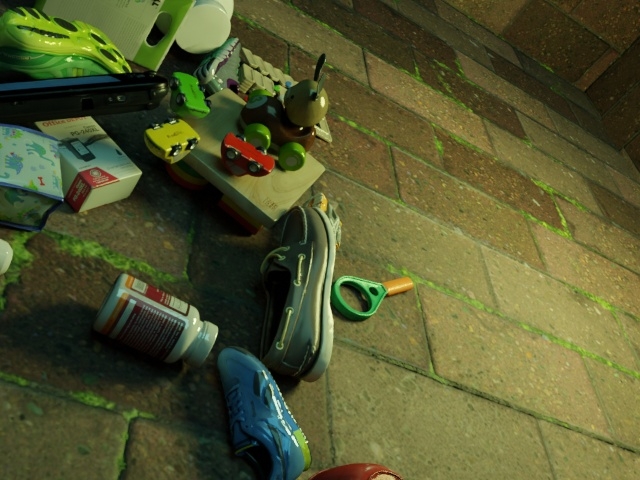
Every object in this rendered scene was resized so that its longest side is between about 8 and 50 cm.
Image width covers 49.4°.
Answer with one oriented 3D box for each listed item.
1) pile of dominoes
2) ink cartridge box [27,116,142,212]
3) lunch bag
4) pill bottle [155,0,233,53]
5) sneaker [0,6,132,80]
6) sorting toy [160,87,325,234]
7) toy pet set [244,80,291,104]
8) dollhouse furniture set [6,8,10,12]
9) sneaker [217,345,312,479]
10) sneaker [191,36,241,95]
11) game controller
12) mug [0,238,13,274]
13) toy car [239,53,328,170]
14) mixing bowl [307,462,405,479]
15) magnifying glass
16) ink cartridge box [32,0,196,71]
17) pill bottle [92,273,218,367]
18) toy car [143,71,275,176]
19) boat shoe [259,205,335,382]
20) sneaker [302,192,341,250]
[{"bbox_3d":[-0.092,-0.336,1.651,0.251,0.040,0.195,26,35,-34],"label":"pile of dominoes"},{"bbox_3d":[-0.376,-0.127,1.091,0.150,0.063,0.109,46,34,9],"label":"ink cartridge box"},{"bbox_3d":[-0.445,-0.095,0.960,0.151,0.096,0.128,19,38,-44],"label":"lunch bag"},{"bbox_3d":[-0.304,-0.569,1.560,0.182,0.181,0.322,7,46,-40],"label":"pill bottle"},{"bbox_3d":[-0.440,-0.309,1.195,0.296,0.124,0.109,6,52,-62],"label":"sneaker"},{"bbox_3d":[-0.154,-0.140,1.299,0.255,0.089,0.257,39,34,-1],"label":"sorting toy"},{"bbox_3d":[-0.094,-0.273,1.528,0.122,0.065,0.114,-25,67,-25],"label":"toy pet set"},{"bbox_3d":[-0.490,-0.353,1.243,0.152,0.058,0.076,18,40,-29],"label":"dollhouse furniture set"},{"bbox_3d":[-0.095,0.236,0.945,0.082,0.069,0.209,-11,58,-45],"label":"sneaker"},{"bbox_3d":[-0.213,-0.371,1.540,0.098,0.083,0.223,53,31,-23],"label":"sneaker"},{"bbox_3d":[-0.401,-0.229,1.067,0.319,0.067,0.166,-11,31,-26],"label":"game controller"},{"bbox_3d":[-0.430,0.011,0.887,0.064,0.062,0.078,24,43,-36],"label":"mug"},{"bbox_3d":[-0.047,-0.254,1.279,0.149,0.188,0.155,25,36,-21],"label":"toy car"},{"bbox_3d":[0.069,0.368,0.925,0.182,0.098,0.181,27,36,-21],"label":"mixing bowl"},{"bbox_3d":[0.104,0.100,1.335,0.231,0.026,0.092,-11,58,-47],"label":"magnifying glass"},{"bbox_3d":[-0.399,-0.471,1.353,0.255,0.188,0.097,21,37,-28],"label":"ink cartridge box"},{"bbox_3d":[-0.222,0.114,0.945,0.152,0.086,0.086,29,35,-16],"label":"pill bottle"},{"bbox_3d":[-0.210,-0.196,1.181,0.239,0.053,0.225,8,45,-39],"label":"toy car"},{"bbox_3d":[-0.044,0.067,1.129,0.097,0.116,0.324,19,52,-26],"label":"boat shoe"},{"bbox_3d":[0.000,0.000,1.300,0.083,0.084,0.214,45,36,-26],"label":"sneaker"}]
